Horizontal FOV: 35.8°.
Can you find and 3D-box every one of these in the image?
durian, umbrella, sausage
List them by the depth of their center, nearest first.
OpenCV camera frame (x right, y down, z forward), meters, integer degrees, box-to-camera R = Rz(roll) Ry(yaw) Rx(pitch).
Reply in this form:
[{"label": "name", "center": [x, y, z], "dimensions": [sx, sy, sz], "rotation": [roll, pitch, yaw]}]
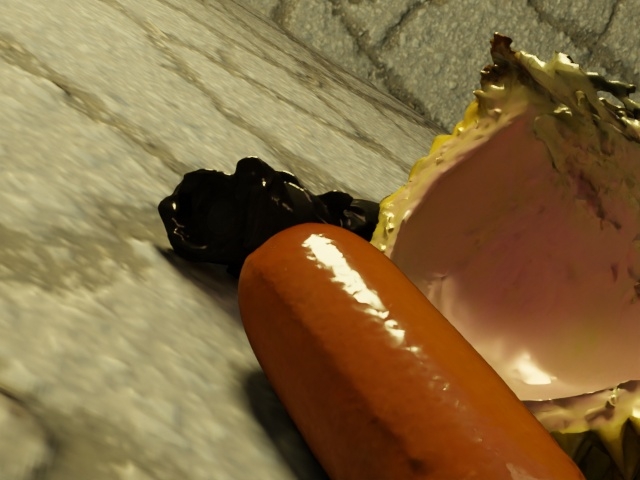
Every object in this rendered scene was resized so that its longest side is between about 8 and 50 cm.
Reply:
[{"label": "sausage", "center": [0.032, 0.066, 0.366], "dimensions": [0.076, 0.076, 0.197], "rotation": [21, 19, -44]}, {"label": "durian", "center": [0.149, 0.068, 0.503], "dimensions": [0.305, 0.185, 0.196], "rotation": [49, 1, 39]}, {"label": "umbrella", "center": [0.000, 0.000, 0.572], "dimensions": [0.066, 0.059, 0.235], "rotation": [-8, -12, 27]}]
